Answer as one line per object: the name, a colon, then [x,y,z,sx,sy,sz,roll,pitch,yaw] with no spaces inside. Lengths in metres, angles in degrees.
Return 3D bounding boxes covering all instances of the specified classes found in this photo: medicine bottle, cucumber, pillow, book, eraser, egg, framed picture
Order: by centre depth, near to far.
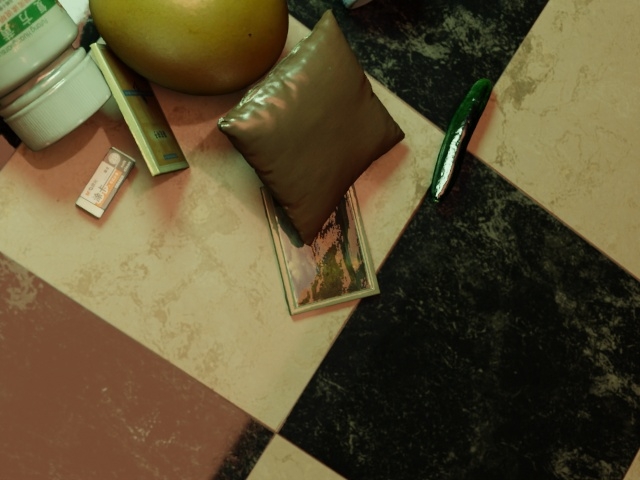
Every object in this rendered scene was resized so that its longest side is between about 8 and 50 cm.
medicine bottle: [-0.509,-0.327,1.588,0.208,0.208,0.339,-43,113,-15]
egg: [-0.219,-0.391,1.658,0.351,0.283,0.282,10,83,-31]
book: [-0.308,-0.228,1.694,0.018,0.170,0.241,-25,93,13]
eraser: [-0.379,-0.102,1.728,0.052,0.029,0.122,33,77,-11]
pillow: [-0.006,-0.199,1.754,0.308,0.108,0.305,-49,126,-19]
framed picture: [0.000,0.000,1.837,0.184,0.016,0.250,-12,89,-17]
cucumber: [0.270,-0.197,1.913,0.056,0.056,0.284,27,76,-12]

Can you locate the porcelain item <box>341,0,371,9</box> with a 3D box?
porcelain item: [0.083,-0.516,1.832,0.147,0.147,0.114,-32,93,-16]
